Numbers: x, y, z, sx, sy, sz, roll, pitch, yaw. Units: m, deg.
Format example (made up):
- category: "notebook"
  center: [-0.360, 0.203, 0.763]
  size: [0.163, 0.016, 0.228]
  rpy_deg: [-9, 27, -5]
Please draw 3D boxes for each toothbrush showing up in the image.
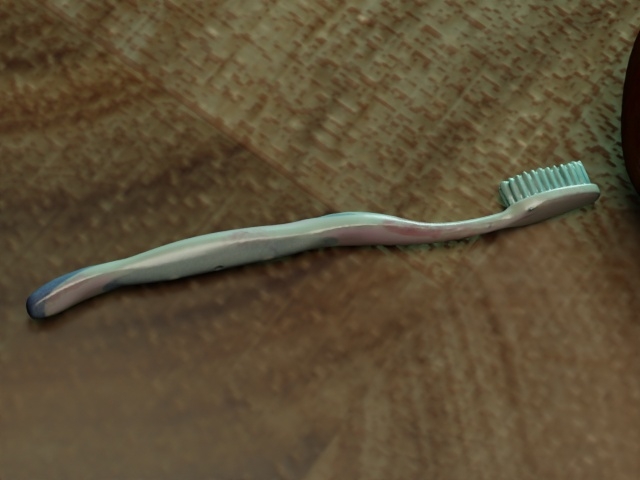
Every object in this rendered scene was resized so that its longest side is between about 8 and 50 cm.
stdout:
- category: "toothbrush"
  center: [0.000, 0.000, 0.760]
  size: [0.269, 0.021, 0.027]
  rpy_deg: [-12, 56, -12]

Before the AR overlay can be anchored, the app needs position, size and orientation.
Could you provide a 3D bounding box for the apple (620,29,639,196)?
- category: "apple"
  center: [0.203, -0.059, 0.738]
  size: [0.147, 0.158, 0.156]
  rpy_deg: [-10, 67, -27]
